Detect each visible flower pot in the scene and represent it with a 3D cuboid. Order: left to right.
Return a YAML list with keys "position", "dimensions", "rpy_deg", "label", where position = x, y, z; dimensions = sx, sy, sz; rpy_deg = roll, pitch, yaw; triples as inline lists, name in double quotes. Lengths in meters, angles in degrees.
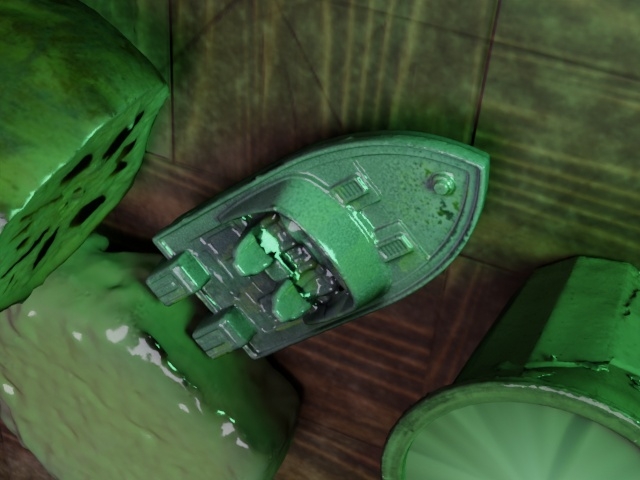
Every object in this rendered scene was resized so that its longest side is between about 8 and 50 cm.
- position: [0.176, 0.119, 0.692]
  dimensions: [0.212, 0.202, 0.212]
  rpy_deg: [16, 130, 20]
  label: "flower pot"

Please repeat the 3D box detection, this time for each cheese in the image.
- position: [-0.177, 0.141, 0.972]
  dimensions: [0.326, 0.115, 0.318]
  rpy_deg: [8, 127, 22]
  label: "cheese"

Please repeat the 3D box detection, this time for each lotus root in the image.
- position: [-0.312, -0.121, 0.767]
  dimensions: [0.346, 0.250, 0.250]
  rpy_deg: [35, 133, -3]
  label: "lotus root"

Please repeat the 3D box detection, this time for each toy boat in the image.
- position: [0.000, 0.000, 0.779]
  dimensions: [0.319, 0.092, 0.141]
  rpy_deg: [-26, 109, 39]
  label: "toy boat"
